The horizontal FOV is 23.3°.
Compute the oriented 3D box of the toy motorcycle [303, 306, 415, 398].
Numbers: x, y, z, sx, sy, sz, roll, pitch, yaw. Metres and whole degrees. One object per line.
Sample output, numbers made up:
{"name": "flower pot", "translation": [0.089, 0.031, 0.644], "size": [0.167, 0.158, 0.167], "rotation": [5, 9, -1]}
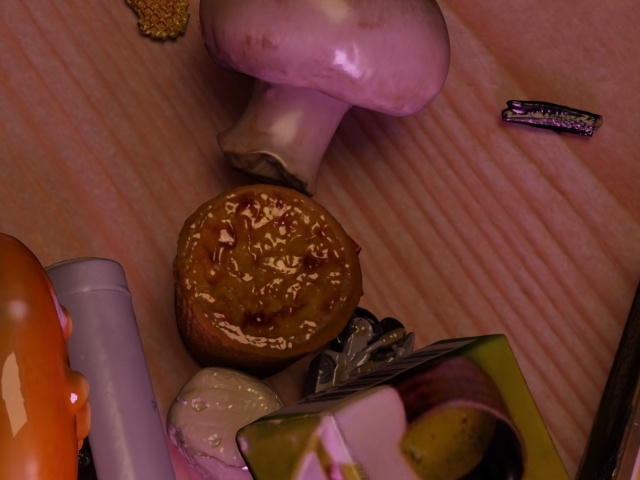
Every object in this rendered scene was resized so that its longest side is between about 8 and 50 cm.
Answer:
{"name": "toy motorcycle", "translation": [0.053, 0.185, 1.655], "size": [0.152, 0.073, 0.225], "rotation": [25, 60, -11]}

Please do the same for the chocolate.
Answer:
{"name": "chocolate", "translation": [0.110, 0.258, 1.530], "size": [0.301, 0.137, 0.289], "rotation": [-20, 84, -39]}

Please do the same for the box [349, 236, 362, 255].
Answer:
{"name": "box", "translation": [0.000, 0.000, 1.769], "size": [0.082, 0.023, 0.051], "rotation": [45, 59, 10]}

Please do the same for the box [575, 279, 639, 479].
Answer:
{"name": "box", "translation": [0.503, 0.226, 1.724], "size": [0.373, 0.138, 0.420], "rotation": [25, 58, -1]}

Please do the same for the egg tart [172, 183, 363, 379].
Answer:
{"name": "egg tart", "translation": [-0.065, 0.058, 1.647], "size": [0.202, 0.147, 0.202], "rotation": [6, 61, -11]}

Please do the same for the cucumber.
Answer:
{"name": "cucumber", "translation": [0.289, -0.155, 1.926], "size": [0.135, 0.033, 0.034], "rotation": [11, 23, -10]}

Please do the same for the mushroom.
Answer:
{"name": "mushroom", "translation": [-0.008, -0.196, 1.765], "size": [0.297, 0.297, 0.290], "rotation": [17, 96, -6]}

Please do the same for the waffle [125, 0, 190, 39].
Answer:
{"name": "waffle", "translation": [-0.195, -0.276, 1.865], "size": [0.078, 0.016, 0.085], "rotation": [-4, 65, -17]}

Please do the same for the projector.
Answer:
{"name": "projector", "translation": [-0.212, 0.186, 1.563], "size": [0.108, 0.108, 0.337], "rotation": [-8, 65, -19]}

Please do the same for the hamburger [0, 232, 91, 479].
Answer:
{"name": "hamburger", "translation": [-0.348, 0.169, 1.383], "size": [0.277, 0.396, 0.396], "rotation": [-3, 64, -15]}

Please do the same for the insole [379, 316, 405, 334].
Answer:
{"name": "insole", "translation": [0.052, 0.137, 1.722], "size": [0.045, 0.002, 0.135], "rotation": [35, 60, 3]}

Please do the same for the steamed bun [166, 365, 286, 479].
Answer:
{"name": "steamed bun", "translation": [-0.088, 0.195, 1.596], "size": [0.130, 0.091, 0.112], "rotation": [28, 69, 19]}
